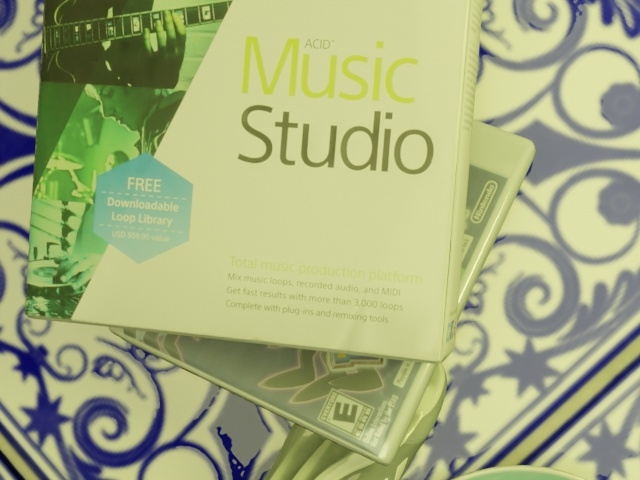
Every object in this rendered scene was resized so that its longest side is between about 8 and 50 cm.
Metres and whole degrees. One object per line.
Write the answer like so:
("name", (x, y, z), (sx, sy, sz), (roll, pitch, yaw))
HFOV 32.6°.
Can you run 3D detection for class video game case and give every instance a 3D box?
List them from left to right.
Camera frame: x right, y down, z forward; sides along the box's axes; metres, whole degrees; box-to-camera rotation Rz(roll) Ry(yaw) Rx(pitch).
("video game case", (0.000, 0.000, 0.634), (0.183, 0.023, 0.201), (23, 79, 18))

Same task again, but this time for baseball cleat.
("baseball cleat", (0.005, 0.156, 0.645), (0.206, 0.109, 0.072), (-44, 47, -18))

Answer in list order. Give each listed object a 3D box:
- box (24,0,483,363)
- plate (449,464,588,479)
("box", (-0.033, -0.107, 0.581), (0.232, 0.058, 0.322), (5, 91, 13))
("plate", (0.113, 0.221, 0.634), (0.188, 0.024, 0.188), (0, 92, 2))
